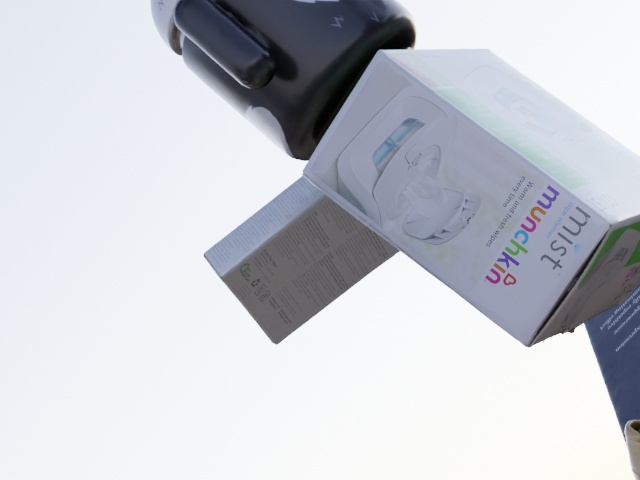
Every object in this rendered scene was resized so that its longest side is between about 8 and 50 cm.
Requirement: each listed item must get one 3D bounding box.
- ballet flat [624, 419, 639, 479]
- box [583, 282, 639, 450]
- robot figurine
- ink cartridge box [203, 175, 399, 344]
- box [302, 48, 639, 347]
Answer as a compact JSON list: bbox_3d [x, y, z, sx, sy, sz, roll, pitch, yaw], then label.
[{"bbox_3d":[0.372,0.164,1.732,0.232,0.073,0.080,-24,-5,35],"label":"ballet flat"},{"bbox_3d":[0.501,0.144,2.179,0.293,0.212,0.395,-47,22,21],"label":"box"},{"bbox_3d":[-0.024,-0.187,1.725,0.173,0.278,0.209,-46,-15,-10],"label":"robot figurine"},{"bbox_3d":[0.000,0.000,2.084,0.224,0.045,0.223,-36,-26,-2],"label":"ink cartridge box"},{"bbox_3d":[0.150,-0.041,1.551,0.127,0.231,0.262,-58,-18,18],"label":"box"}]
